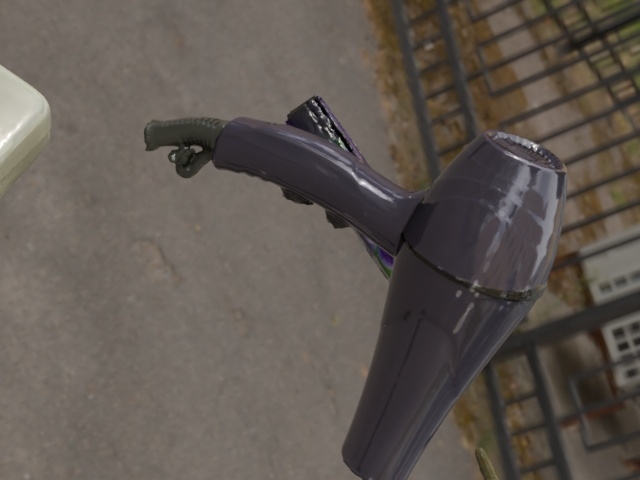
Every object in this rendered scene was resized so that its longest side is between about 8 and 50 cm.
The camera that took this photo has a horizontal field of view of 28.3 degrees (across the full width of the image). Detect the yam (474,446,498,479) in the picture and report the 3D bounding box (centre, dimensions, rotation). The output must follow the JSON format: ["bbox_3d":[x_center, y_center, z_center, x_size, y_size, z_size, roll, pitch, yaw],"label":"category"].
[{"bbox_3d":[0.163,0.233,1.185,0.014,0.014,0.107,50,12,-36],"label":"yam"}]

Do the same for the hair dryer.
[{"bbox_3d":[0.000,0.000,1.046,0.361,0.301,0.121,31,22,17],"label":"hair dryer"}]

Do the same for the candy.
[{"bbox_3d":[0.060,-0.036,1.558,0.312,0.061,0.088,58,6,20],"label":"candy"}]

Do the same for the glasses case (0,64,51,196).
[{"bbox_3d":[-0.391,-0.145,1.098,0.313,0.070,0.131,34,62,7],"label":"glasses case"}]
